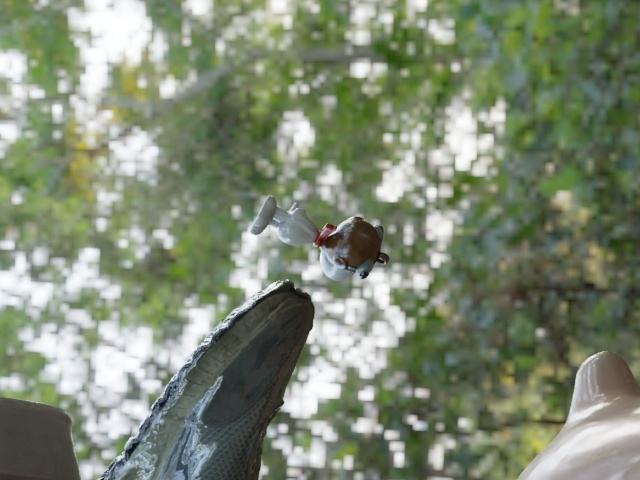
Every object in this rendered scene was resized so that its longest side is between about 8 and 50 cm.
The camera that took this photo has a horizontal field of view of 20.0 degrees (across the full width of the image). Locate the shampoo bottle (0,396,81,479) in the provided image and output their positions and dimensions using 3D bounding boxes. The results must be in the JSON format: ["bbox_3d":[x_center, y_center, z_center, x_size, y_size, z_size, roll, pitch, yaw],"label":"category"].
[{"bbox_3d":[-0.279,0.228,1.178,0.273,0.273,0.266,38,-127,-69],"label":"shampoo bottle"}]

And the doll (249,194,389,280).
[{"bbox_3d":[0.000,-0.004,1.178,0.085,0.058,0.040,37,-124,-19],"label":"doll"}]

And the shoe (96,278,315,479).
[{"bbox_3d":[-0.053,0.107,0.853,0.194,0.077,0.074,-52,0,11],"label":"shoe"}]

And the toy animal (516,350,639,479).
[{"bbox_3d":[0.133,0.146,0.549,0.149,0.165,0.248,68,-172,-60],"label":"toy animal"}]
